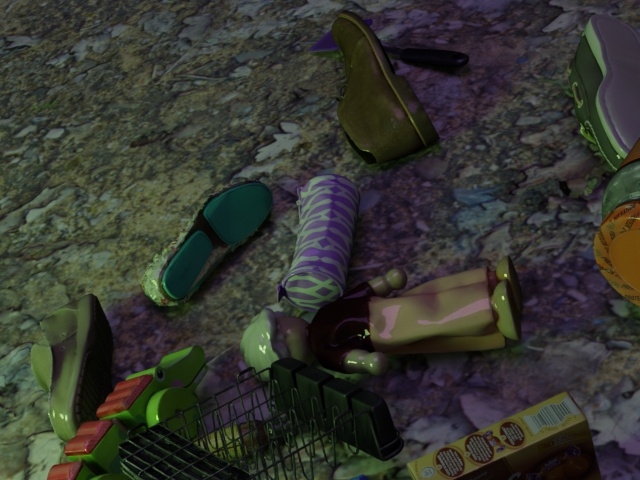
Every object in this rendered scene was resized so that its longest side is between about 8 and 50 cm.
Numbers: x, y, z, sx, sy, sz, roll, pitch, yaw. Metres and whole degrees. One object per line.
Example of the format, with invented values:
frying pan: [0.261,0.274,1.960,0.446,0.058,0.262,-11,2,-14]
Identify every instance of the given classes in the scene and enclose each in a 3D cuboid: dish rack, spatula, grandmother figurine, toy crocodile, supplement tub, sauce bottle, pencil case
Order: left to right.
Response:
toy crocodile: [-0.240,0.240,1.763,0.115,0.105,0.340,-18,28,48]
sauce bottle: [-0.091,0.234,1.788,0.128,0.042,0.042,-14,39,2]
dish rack: [-0.073,0.219,1.662,0.272,0.074,0.208,-25,25,-32]
pencil case: [0.000,0.000,1.988,0.088,0.086,0.206,6,42,3]
grandmother figurine: [0.065,0.106,1.836,0.342,0.104,0.208,-12,16,15]
spatula: [0.108,-0.295,2.339,0.296,0.030,0.084,19,54,38]
supplement tub: [0.454,-0.070,1.792,0.194,0.193,0.316,13,50,35]

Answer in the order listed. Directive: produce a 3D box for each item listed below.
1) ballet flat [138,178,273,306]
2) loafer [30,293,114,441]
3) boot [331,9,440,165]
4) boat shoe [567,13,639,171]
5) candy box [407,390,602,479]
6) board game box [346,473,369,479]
ballet flat: [-0.162,-0.002,2.071,0.077,0.091,0.241,-8,30,51]
loafer: [-0.313,0.169,1.921,0.092,0.102,0.268,-19,28,7]
boot: [0.059,-0.224,2.214,0.115,0.112,0.305,-31,45,4]
boat shoe: [0.390,-0.179,2.034,0.109,0.091,0.305,16,40,-14]
candy box: [0.193,0.243,1.599,0.187,0.109,0.053,-24,39,-6]
board game box: [-0.068,0.340,1.447,0.233,0.078,0.347,-38,-2,-21]
